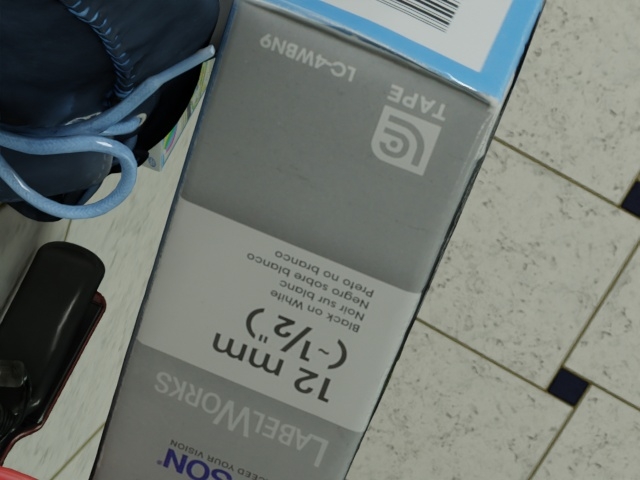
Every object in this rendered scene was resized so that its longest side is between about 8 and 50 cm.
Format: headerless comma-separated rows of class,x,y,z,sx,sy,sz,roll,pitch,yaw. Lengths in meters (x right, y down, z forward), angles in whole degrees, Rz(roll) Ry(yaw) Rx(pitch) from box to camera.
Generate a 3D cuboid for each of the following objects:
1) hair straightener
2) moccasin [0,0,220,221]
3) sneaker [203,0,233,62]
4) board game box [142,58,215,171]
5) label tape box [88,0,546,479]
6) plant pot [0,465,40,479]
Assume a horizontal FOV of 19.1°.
hair straightener,-0.176,0.088,0.969,0.230,0.047,0.089,-59,168,-32
moccasin,-0.100,-0.062,0.700,0.116,0.138,0.342,-63,171,-5
sneaker,-0.060,-0.202,0.817,0.129,0.111,0.297,-35,145,-48
board game box,-0.080,-0.124,1.082,0.154,0.026,0.103,100,13,-57
label tape box,0.000,0.000,0.861,0.249,0.115,0.347,-64,174,-55
plant pot,-0.165,0.211,0.795,0.174,0.191,0.191,111,5,-52
